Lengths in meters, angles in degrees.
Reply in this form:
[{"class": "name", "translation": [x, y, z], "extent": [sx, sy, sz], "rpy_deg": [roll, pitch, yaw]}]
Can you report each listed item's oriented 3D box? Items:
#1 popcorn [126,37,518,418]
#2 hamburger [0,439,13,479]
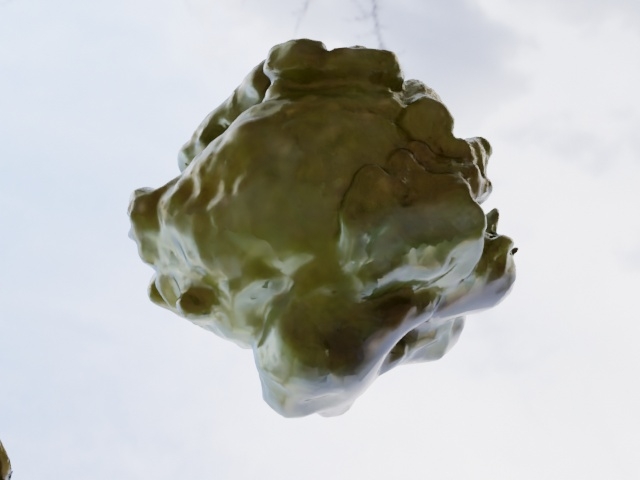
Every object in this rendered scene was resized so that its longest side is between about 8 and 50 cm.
[{"class": "popcorn", "translation": [-0.001, -0.015, 1.140], "extent": [0.312, 0.312, 0.312], "rpy_deg": [9, -136, -9]}, {"class": "hamburger", "translation": [-0.302, 0.193, 1.159], "extent": [0.044, 0.076, 0.083], "rpy_deg": [-10, -134, -43]}]
